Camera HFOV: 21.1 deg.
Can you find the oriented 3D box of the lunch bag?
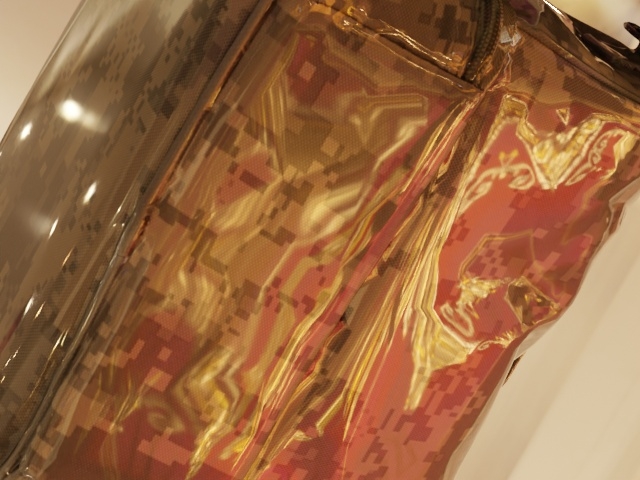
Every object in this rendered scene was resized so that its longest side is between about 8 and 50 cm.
[{"bbox_3d":[0.000,0.000,0.765,0.256,0.305,0.212,24,-164,-26],"label":"lunch bag"}]
